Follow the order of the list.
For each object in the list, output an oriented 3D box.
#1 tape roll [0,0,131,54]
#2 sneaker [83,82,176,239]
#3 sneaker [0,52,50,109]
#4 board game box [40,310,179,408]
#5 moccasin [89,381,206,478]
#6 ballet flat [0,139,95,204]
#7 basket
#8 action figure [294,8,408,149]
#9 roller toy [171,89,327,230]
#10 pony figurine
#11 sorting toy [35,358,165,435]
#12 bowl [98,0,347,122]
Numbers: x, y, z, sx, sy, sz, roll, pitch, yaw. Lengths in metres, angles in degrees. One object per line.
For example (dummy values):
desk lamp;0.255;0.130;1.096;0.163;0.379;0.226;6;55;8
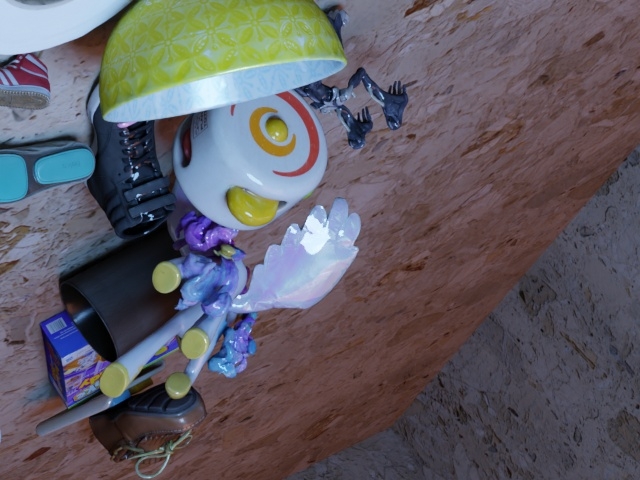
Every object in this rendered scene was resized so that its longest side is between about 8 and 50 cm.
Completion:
tape roll;-0.279;-0.321;1.310;0.286;0.100;0.286;-31;159;-13
sneaker;-0.244;-0.114;1.759;0.104;0.147;0.296;-23;156;-29
sneaker;-0.377;-0.194;1.532;0.118;0.067;0.042;9;142;-21
board game box;-0.319;0.146;2.318;0.347;0.078;0.233;-28;159;-21
moccasin;-0.313;0.353;2.400;0.139;0.147;0.380;-25;180;-39
ballet flat;-0.392;-0.089;1.695;0.213;0.068;0.072;-15;108;-47
basket;-0.283;0.073;2.113;0.227;0.154;0.204;-34;-173;-21
action figure;-0.005;-0.242;1.891;0.164;0.141;0.276;-37;135;25
roller toy;-0.094;-0.123;1.779;0.209;0.191;0.146;-37;-179;-44
pony figurine;-0.151;0.060;1.922;0.351;0.303;0.363;-62;172;22
sorting toy;-0.404;0.296;2.421;0.193;0.038;0.208;-25;-175;28
bowl;-0.126;-0.243;1.485;0.289;0.156;0.289;-14;180;0
